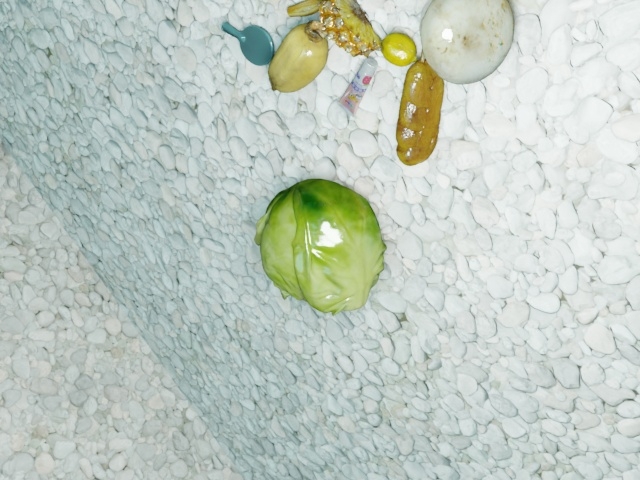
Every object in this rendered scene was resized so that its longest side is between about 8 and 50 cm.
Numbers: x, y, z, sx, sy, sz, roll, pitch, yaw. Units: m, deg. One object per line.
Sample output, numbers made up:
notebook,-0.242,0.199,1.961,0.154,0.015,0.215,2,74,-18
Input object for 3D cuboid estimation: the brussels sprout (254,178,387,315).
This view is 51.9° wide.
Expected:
brussels sprout,-0.005,-0.010,2.052,0.425,0.342,0.361,22,134,28

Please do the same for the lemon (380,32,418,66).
lemon,0.213,-0.509,1.761,0.110,0.082,0.082,31,133,2

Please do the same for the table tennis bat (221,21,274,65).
table tennis bat,-0.229,-0.629,2.065,0.201,0.033,0.124,33,130,14

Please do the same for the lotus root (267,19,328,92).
lotus root,-0.058,-0.532,1.918,0.303,0.130,0.146,-37,76,54

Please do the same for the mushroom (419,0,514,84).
mushroom,0.338,-0.512,1.599,0.243,0.243,0.244,19,127,28

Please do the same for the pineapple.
pineapple,0.063,-0.590,1.790,0.079,0.135,0.233,-28,99,45

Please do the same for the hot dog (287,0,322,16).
hot dog,-0.041,-0.668,1.895,0.137,0.028,0.044,-3,88,36

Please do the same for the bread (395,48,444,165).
bread,0.267,-0.366,1.795,0.084,0.124,0.344,47,144,48

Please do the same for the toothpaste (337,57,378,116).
toothpaste,0.109,-0.446,1.913,0.067,0.043,0.194,40,139,7
